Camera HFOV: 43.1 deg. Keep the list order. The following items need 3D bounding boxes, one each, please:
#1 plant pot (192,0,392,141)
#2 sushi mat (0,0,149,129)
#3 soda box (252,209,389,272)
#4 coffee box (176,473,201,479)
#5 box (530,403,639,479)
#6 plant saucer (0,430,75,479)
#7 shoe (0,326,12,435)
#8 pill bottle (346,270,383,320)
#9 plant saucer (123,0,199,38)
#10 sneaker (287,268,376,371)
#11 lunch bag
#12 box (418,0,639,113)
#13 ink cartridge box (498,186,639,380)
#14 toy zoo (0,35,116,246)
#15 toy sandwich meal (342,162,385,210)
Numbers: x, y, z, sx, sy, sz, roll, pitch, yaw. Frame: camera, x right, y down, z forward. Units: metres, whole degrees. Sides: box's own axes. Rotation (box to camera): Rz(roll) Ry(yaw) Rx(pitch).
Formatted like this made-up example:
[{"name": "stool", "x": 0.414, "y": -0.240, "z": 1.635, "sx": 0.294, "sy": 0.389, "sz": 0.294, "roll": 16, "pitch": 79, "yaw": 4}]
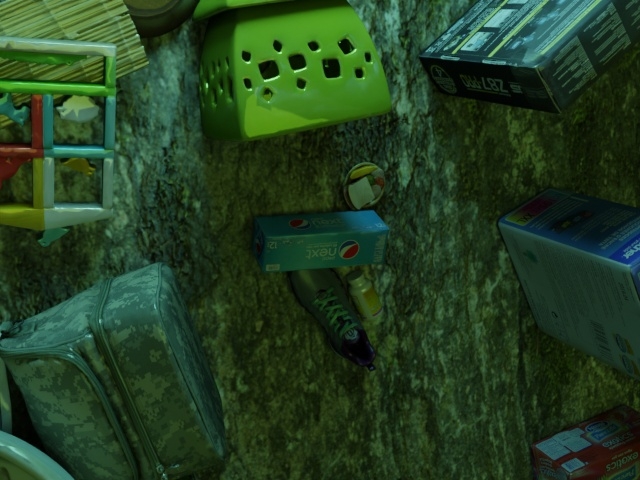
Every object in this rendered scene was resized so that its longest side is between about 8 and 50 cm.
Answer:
[{"name": "plant pot", "x": -0.054, "y": -0.263, "z": 1.147, "sx": 0.228, "sy": 0.227, "sz": 0.207, "roll": -13, "pitch": 103, "yaw": -20}, {"name": "sushi mat", "x": -0.402, "y": -0.243, "z": 1.087, "sx": 0.316, "sy": 0.019, "sz": 0.152, "roll": -26, "pitch": 116, "yaw": -9}, {"name": "soda box", "x": 0.000, "y": 0.000, "z": 1.309, "sx": 0.210, "sy": 0.071, "sz": 0.067, "roll": -3, "pitch": 120, "yaw": -20}, {"name": "coffee box", "x": -0.207, "y": 0.487, "z": 1.377, "sx": 0.113, "sy": 0.040, "sz": 0.184, "roll": -39, "pitch": 115, "yaw": -10}, {"name": "box", "x": 0.577, "y": 0.453, "z": 1.665, "sx": 0.256, "sy": 0.128, "sz": 0.123, "roll": -17, "pitch": 110, "yaw": -19}, {"name": "plant saucer", "x": -0.449, "y": 0.390, "z": 1.143, "sx": 0.400, "sy": 0.100, "sz": 0.401, "roll": 7, "pitch": 119, "yaw": 14}, {"name": "shoe", "x": -0.493, "y": 0.214, "z": 1.169, "sx": 0.081, "sy": 0.063, "sz": 0.178, "roll": -7, "pitch": 101, "yaw": -20}, {"name": "pill bottle", "x": 0.075, "y": 0.094, "z": 1.394, "sx": 0.043, "sy": 0.043, "sz": 0.083, "roll": -31, "pitch": 114, "yaw": -13}, {"name": "plant saucer", "x": -0.251, "y": -0.383, "z": 1.127, "sx": 0.198, "sy": 0.036, "sz": 0.199, "roll": -7, "pitch": 107, "yaw": -22}, {"name": "sneaker", "x": 0.030, "y": 0.119, "z": 1.351, "sx": 0.083, "sy": 0.098, "sz": 0.224, "roll": -39, "pitch": 116, "yaw": -10}, {"name": "lunch bag", "x": -0.298, "y": 0.219, "z": 1.183, "sx": 0.255, "sy": 0.212, "sz": 0.305, "roll": -18, "pitch": 111, "yaw": -1}, {"name": "box", "x": 0.384, "y": -0.371, "z": 1.253, "sx": 0.395, "sy": 0.318, "sz": 0.097, "roll": -43, "pitch": 116, "yaw": -9}, {"name": "ink cartridge box", "x": 0.515, "y": 0.083, "z": 1.387, "sx": 0.151, "sy": 0.395, "sz": 0.270, "roll": -33, "pitch": 115, "yaw": -13}, {"name": "toy zoo", "x": -0.382, "y": -0.128, "z": 1.115, "sx": 0.192, "sy": 0.030, "sz": 0.293, "roll": -1, "pitch": 114, "yaw": -22}, {"name": "toy sandwich meal", "x": 0.075, "y": -0.090, "z": 1.353, "sx": 0.085, "sy": 0.029, "sz": 0.086, "roll": -6, "pitch": 106, "yaw": -22}]
